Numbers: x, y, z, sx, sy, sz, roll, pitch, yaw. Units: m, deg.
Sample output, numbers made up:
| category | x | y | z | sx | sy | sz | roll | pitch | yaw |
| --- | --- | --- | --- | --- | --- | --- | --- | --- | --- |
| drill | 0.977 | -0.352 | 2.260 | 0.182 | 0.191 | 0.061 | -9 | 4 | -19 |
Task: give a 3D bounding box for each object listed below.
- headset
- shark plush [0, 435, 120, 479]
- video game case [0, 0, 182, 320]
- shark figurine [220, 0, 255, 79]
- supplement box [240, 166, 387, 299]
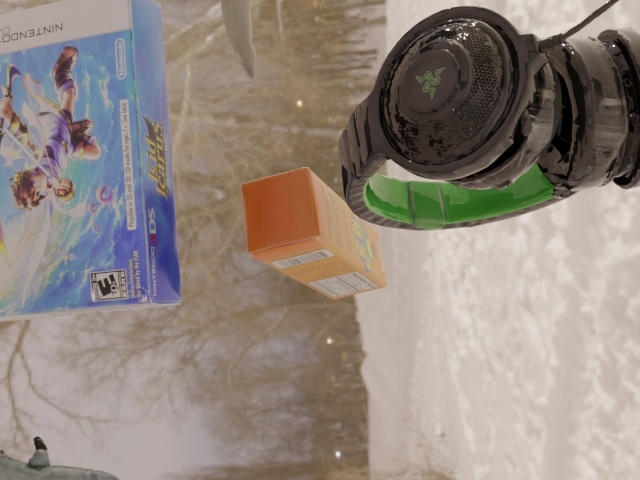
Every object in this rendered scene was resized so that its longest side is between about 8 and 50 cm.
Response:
| category | x | y | z | sx | sy | sz | roll | pitch | yaw |
| --- | --- | --- | --- | --- | --- | --- | --- | --- | --- |
| headset | 0.169 | -0.080 | 0.629 | 0.394 | 0.244 | 0.185 | 132 | 133 | -57 |
| shark plush | -0.268 | 0.209 | 0.757 | 0.067 | 0.161 | 0.073 | -55 | 8 | -5 |
| video game case | -0.253 | -0.066 | 0.734 | 0.061 | 0.244 | 0.269 | 8 | -104 | -70 |
| shark figurine | -0.025 | -0.199 | 0.354 | 0.278 | 0.166 | 0.116 | -41 | 30 | 51 |
| supplement box | 0.000 | 0.000 | 0.872 | 0.233 | 0.080 | 0.078 | 38 | -139 | -66 |
